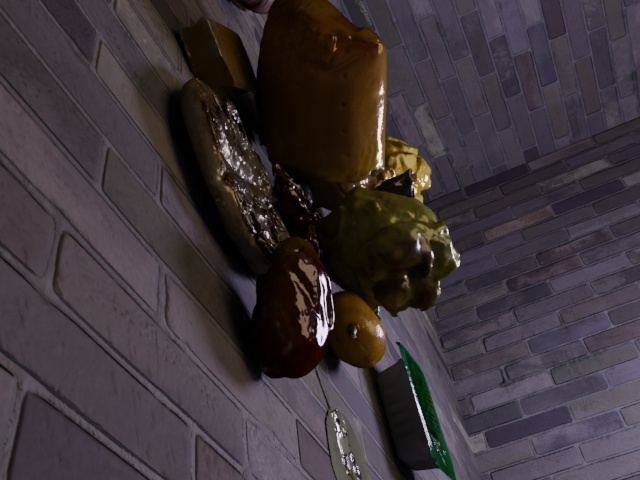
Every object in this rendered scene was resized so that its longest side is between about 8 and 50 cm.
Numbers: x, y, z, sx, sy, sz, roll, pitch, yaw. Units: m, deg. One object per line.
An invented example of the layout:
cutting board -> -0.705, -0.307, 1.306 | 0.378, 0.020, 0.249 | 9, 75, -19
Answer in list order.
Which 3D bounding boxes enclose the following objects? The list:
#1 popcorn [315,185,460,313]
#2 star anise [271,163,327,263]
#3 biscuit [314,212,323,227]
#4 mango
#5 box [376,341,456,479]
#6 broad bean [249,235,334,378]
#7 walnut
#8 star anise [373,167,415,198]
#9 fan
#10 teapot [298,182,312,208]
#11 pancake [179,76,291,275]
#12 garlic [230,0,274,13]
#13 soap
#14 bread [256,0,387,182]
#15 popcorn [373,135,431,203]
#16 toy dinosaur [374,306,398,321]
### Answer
popcorn -> 0.143, 0.025, 1.710 | 0.312, 0.312, 0.312 | -22, 90, -79
star anise -> -0.039, -0.029, 1.566 | 0.288, 0.088, 0.288 | -16, 90, -88
biscuit -> 0.000, 0.000, 1.859 | 0.199, 0.034, 0.064 | -92, 158, -62
mango -> 0.072, 0.193, 1.628 | 0.176, 0.119, 0.317 | 56, 2, -4
box -> 0.236, 0.458, 1.920 | 0.264, 0.106, 0.337 | 51, 21, -53
broad bean -> -0.049, 0.105, 1.160 | 0.156, 0.122, 0.229 | 34, 50, -55
walnut -> 0.040, -0.180, 1.935 | 0.261, 0.225, 0.225 | -16, 84, -81
star anise -> 0.151, -0.059, 2.002 | 0.117, 0.331, 0.332 | 44, 14, -4
fan -> 0.035, 0.352, 1.416 | 0.233, 0.012, 0.415 | 20, 50, -76
teapot -> -0.052, -0.108, 1.815 | 0.083, 0.063, 0.049 | -95, -169, -64
pancake -> -0.139, -0.101, 1.312 | 0.382, 0.071, 0.382 | -22, 90, -82
garlic -> -0.202, -0.710, 1.979 | 0.245, 0.160, 0.245 | 37, 34, -30
soap -> -0.203, -0.365, 1.502 | 0.232, 0.073, 0.140 | -38, 106, -78
bread -> -0.022, -0.345, 1.635 | 0.361, 0.250, 0.394 | -130, -148, -51
popcorn -> 0.180, -0.168, 2.377 | 0.349, 0.348, 0.382 | -52, 145, -77
toy dinosaur -> 0.205, 0.149, 2.222 | 0.363, 0.076, 0.147 | 100, -1, -52
